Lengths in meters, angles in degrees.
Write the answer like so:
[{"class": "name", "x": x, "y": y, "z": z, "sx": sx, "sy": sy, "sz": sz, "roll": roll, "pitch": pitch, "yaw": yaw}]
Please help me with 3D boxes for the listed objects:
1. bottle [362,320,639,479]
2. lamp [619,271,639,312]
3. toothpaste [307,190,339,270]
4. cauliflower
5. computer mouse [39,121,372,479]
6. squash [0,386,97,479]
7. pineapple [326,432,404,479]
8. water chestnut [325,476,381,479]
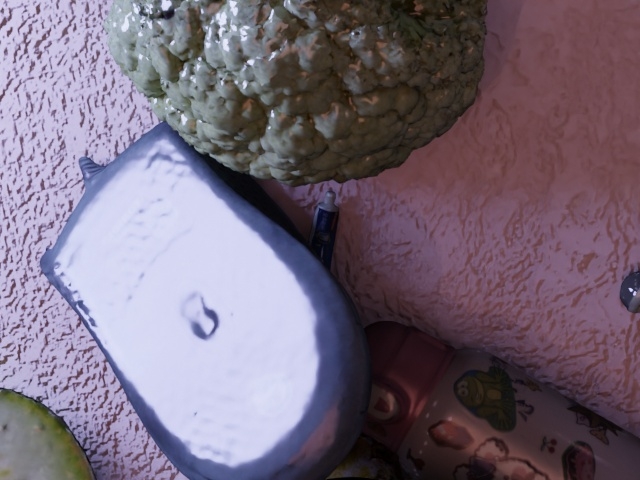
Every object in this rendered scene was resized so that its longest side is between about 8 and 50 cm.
[{"class": "bottle", "x": 0.128, "y": 0.153, "z": 1.442, "sx": 0.253, "sy": 0.120, "sz": 0.120, "roll": 28, "pitch": 106, "yaw": 4}, {"class": "lamp", "x": 0.299, "y": 0.077, "z": 1.417, "sx": 0.163, "sy": 0.091, "sz": 0.091, "roll": 39, "pitch": 107, "yaw": 19}, {"class": "toothpaste", "x": 0.000, "y": 0.000, "z": 1.489, "sx": 0.027, "sy": 0.019, "sz": 0.083, "roll": 9, "pitch": 108, "yaw": -8}, {"class": "cauliflower", "x": -0.011, "y": -0.172, "z": 1.362, "sx": 0.275, "sy": 0.272, "sz": 0.250, "roll": 18, "pitch": 74, "yaw": -7}, {"class": "computer mouse", "x": -0.079, "y": 0.055, "z": 1.436, "sx": 0.188, "sy": 0.122, "sz": 0.371, "roll": -48, "pitch": 57, "yaw": 9}, {"class": "squash", "x": -0.285, "y": 0.289, "z": 1.513, "sx": 0.234, "sy": 0.210, "sz": 0.309, "roll": 12, "pitch": 109, "yaw": -5}, {"class": "pineapple", "x": -0.008, "y": 0.227, "z": 1.527, "sx": 0.221, "sy": 0.047, "sz": 0.221, "roll": 4, "pitch": 106, "yaw": 13}, {"class": "water chestnut", "x": 0.045, "y": 0.347, "z": 1.343, "sx": 0.302, "sy": 0.350, "sz": 0.350, "roll": 26, "pitch": 110, "yaw": 47}]
